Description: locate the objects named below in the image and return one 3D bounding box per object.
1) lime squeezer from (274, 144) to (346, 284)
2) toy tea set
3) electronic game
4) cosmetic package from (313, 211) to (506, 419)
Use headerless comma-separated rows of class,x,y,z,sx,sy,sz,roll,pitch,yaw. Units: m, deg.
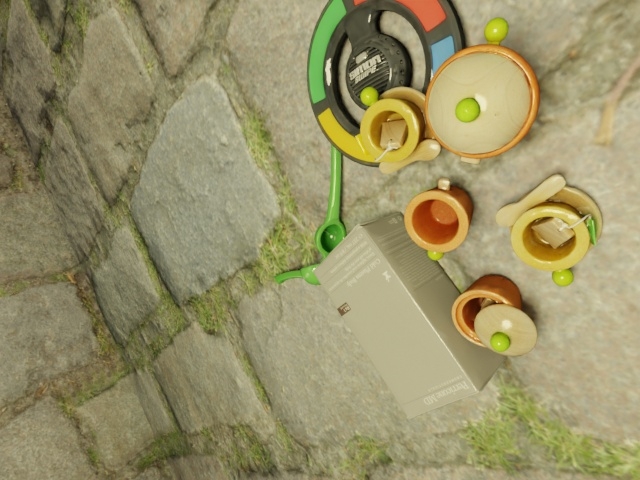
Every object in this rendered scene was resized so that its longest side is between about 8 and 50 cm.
lime squeezer,0.000,0.000,0.681,0.110,0.058,0.310,-107,31,-42
toy tea set,0.156,-0.029,0.425,0.200,0.124,0.336,-24,98,40
electronic game,0.069,-0.205,0.521,0.229,0.048,0.229,19,119,39
cosmetic package,0.112,0.096,0.561,0.238,0.107,0.127,57,133,16
